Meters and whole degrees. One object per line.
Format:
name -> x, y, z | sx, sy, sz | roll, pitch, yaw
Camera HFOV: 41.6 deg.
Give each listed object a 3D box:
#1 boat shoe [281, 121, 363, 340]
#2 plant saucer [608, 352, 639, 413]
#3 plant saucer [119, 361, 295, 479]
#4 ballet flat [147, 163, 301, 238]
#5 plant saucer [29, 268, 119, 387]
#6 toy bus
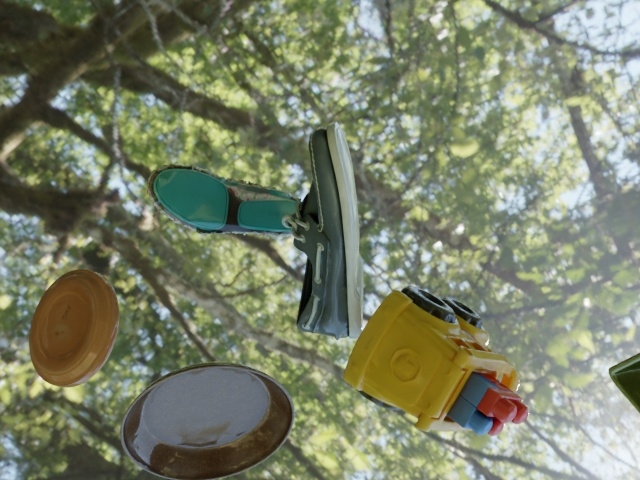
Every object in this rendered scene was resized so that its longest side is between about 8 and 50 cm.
boat shoe -> 0.000, 0.000, 1.069 | 0.099, 0.319, 0.116 | -2, -143, 7
plant saucer -> 0.356, 0.140, 0.677 | 0.045, 0.188, 0.188 | -34, 169, -29
plant saucer -> -0.130, 0.203, 0.971 | 0.199, 0.198, 0.036 | -28, -141, 9
ballet flat -> -0.134, -0.047, 1.153 | 0.077, 0.241, 0.091 | 8, -95, 58
plant saucer -> -0.175, 0.060, 0.587 | 0.084, 0.013, 0.083 | -11, -112, 29
toy bus -> 0.175, 0.172, 1.060 | 0.211, 0.220, 0.149 | 33, -80, 37
